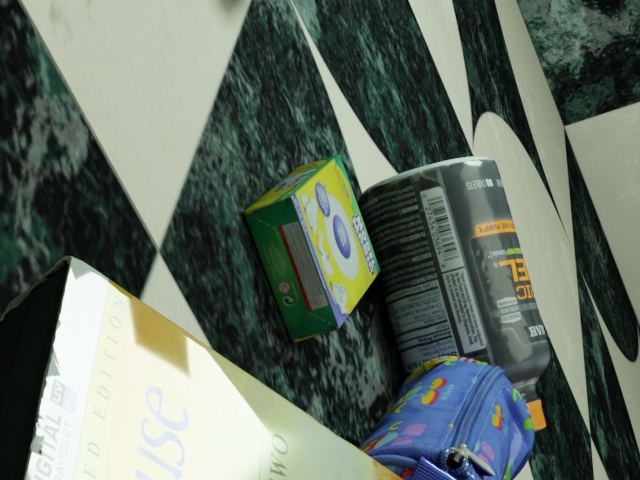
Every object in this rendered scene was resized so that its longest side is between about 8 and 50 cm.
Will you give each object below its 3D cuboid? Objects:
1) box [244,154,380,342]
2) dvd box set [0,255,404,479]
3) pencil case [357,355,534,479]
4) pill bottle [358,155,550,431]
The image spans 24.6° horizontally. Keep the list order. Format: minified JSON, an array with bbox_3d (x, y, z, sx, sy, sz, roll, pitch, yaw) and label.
[{"bbox_3d":[0.000,0.000,1.110,0.179,0.043,0.105,-52,123,-72],"label":"box"},{"bbox_3d":[0.018,0.226,0.637,0.420,0.062,0.308,38,31,-25],"label":"dvd box set"},{"bbox_3d":[0.082,0.167,1.053,0.119,0.133,0.306,40,15,6],"label":"pencil case"},{"bbox_3d":[0.125,0.059,1.295,0.130,0.130,0.246,7,67,-72],"label":"pill bottle"}]
